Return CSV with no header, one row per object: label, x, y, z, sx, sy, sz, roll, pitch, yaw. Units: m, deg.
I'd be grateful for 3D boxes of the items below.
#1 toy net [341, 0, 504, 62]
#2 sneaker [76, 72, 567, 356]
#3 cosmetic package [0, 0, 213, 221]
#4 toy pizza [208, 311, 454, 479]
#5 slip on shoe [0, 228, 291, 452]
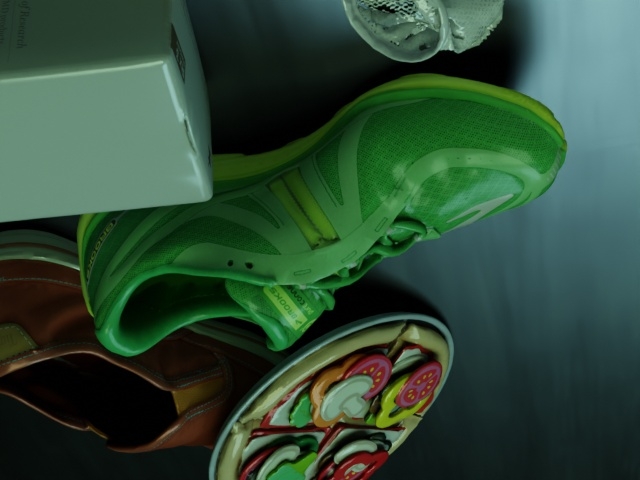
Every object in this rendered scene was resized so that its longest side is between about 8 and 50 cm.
toy net,0.001,-0.133,0.626,0.122,0.045,0.232,-24,141,29
sneaker,0.000,0.000,0.756,0.296,0.123,0.109,-18,143,20
cosmetic package,-0.176,-0.071,0.675,0.231,0.085,0.117,-6,147,2
toy pizza,0.015,0.129,0.954,0.201,0.032,0.201,-25,145,-18
slip on shoe,-0.112,0.104,0.927,0.123,0.101,0.331,-26,142,28
